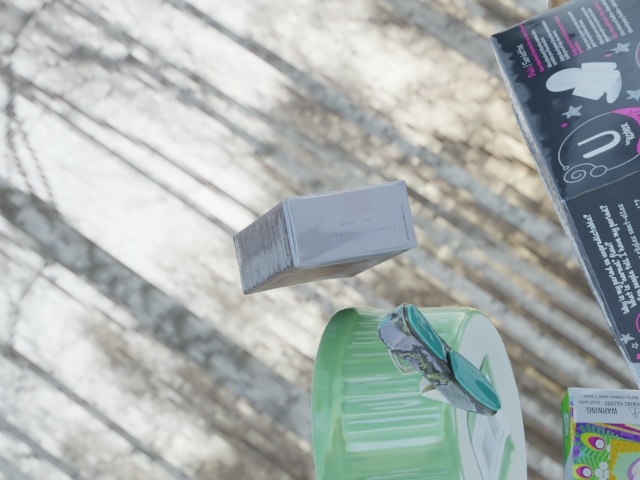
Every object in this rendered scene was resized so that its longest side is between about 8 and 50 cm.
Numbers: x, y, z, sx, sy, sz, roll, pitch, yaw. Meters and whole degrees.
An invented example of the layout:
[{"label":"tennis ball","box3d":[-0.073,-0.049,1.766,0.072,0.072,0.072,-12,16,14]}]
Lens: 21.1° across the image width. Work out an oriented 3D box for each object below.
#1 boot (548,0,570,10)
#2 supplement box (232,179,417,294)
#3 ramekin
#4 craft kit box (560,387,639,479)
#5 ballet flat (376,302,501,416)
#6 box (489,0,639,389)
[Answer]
[{"label":"boot","box3d":[0.259,-0.165,1.732,0.073,0.197,0.152,-11,13,28]},{"label":"supplement box","box3d":[0.000,0.000,1.787,0.130,0.073,0.239,-9,-7,-17]},{"label":"ramekin","box3d":[0.113,0.211,1.807,0.303,0.148,0.303,-8,-90,-70]},{"label":"craft kit box","box3d":[0.310,0.238,1.306,0.061,0.250,0.246,91,180,-69]},{"label":"ballet flat","box3d":[0.077,0.086,1.168,0.041,0.114,0.041,-32,32,22]},{"label":"box","box3d":[0.217,-0.048,1.123,0.142,0.163,0.247,-22,30,8]}]
